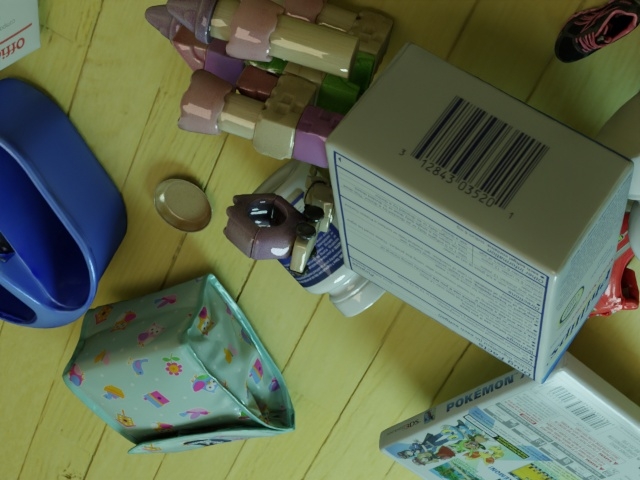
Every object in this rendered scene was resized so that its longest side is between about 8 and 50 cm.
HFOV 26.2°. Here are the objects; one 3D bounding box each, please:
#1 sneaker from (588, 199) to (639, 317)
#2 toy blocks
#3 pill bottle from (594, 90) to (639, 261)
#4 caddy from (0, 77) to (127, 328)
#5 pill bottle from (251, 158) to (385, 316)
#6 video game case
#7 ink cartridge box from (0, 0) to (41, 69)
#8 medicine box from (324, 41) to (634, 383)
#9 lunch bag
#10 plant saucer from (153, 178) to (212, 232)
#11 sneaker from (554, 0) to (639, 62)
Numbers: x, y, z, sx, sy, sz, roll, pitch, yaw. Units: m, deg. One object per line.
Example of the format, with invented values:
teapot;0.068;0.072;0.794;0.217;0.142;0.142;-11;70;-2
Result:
sneaker;0.311;0.066;1.608;0.118;0.107;0.279;22;130;1
toy blocks;-0.079;-0.187;1.474;0.260;0.288;0.309;17;132;6
pill bottle;0.468;0.015;1.420;0.229;0.229;0.407;-29;109;36
caddy;-0.414;-0.039;1.782;0.241;0.179;0.341;-18;117;31
pill bottle;0.000;0.000;1.683;0.112;0.112;0.186;-31;107;36
video game case;0.293;0.279;1.750;0.329;0.036;0.300;36;132;-28
ink cartridge box;-0.434;-0.292;1.586;0.119;0.207;0.353;23;131;22
medicine box;0.161;-0.021;1.419;0.263;0.149;0.289;31;161;19
lunch bag;-0.183;0.198;1.878;0.223;0.160;0.262;-15;128;27
plant saucer;-0.176;-0.048;1.785;0.083;0.015;0.083;12;128;15
sneaker;0.291;-0.218;1.438;0.047;0.057;0.119;46;130;-15
